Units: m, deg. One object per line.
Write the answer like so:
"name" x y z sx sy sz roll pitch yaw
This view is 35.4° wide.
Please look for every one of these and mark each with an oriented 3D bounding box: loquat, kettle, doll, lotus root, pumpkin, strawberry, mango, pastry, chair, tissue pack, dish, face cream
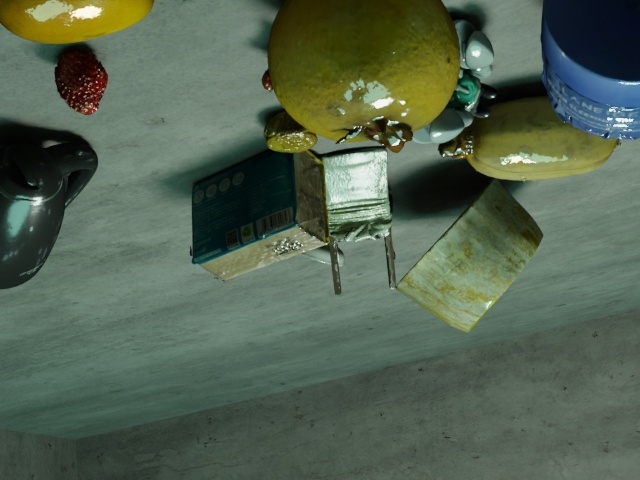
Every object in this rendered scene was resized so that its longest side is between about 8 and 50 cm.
"loquat" 0.066 -0.253 1.398 0.275 0.274 0.275 -7 160 -3
"kettle" -0.528 -0.078 1.791 0.268 0.207 0.290 -29 168 -43
"doll" 0.214 -0.267 1.623 0.153 0.194 0.258 18 -149 41
"lotus root" 0.382 -0.191 1.842 0.343 0.151 0.169 -3 163 -3
"pumpkin" 0.334 0.047 2.166 0.332 0.199 0.332 -48 178 -2
"strawberry" -0.360 -0.238 1.519 0.083 0.096 0.083 -17 167 -4
"mango" -0.317 -0.319 1.305 0.219 0.112 0.145 -9 163 -33
"pastry" -0.051 -0.193 1.801 0.097 0.057 0.109 -22 154 38
"chair" 0.075 -0.064 2.102 0.160 0.319 0.186 -7 -156 5
"tissue pack" -0.118 -0.052 1.958 0.271 0.192 0.134 -19 149 32
"dish" 0.000 0.000 2.334 0.141 0.078 0.141 19 -173 -2
"face cream" 0.445 -0.291 1.450 0.249 0.248 0.225 -11 161 9

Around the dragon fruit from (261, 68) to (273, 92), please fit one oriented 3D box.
"dragon fruit" -0.038 -0.277 1.575 0.126 0.068 0.112 -8 156 -30
